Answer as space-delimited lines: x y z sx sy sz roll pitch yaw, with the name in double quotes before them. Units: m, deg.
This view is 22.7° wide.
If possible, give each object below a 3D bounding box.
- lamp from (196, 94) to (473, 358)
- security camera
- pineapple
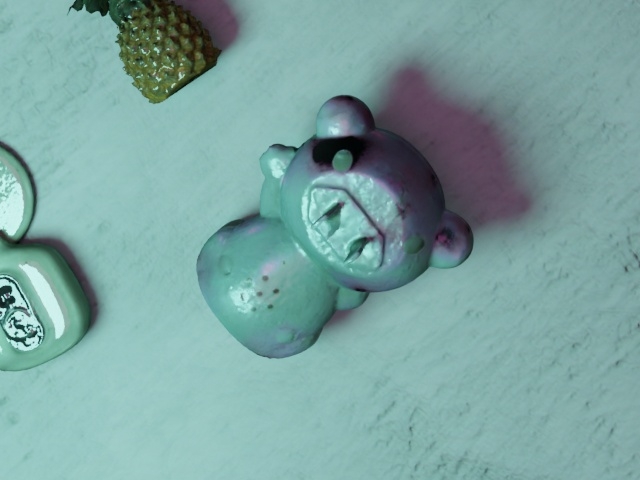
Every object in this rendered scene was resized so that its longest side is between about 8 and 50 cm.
"lamp" 0.000 0.000 1.858 0.301 0.247 0.247 -38 91 18
"security camera" -0.405 0.016 1.985 0.157 0.080 0.301 -27 93 10
"pineapple" -0.230 -0.303 1.890 0.130 0.119 0.277 -35 93 29
